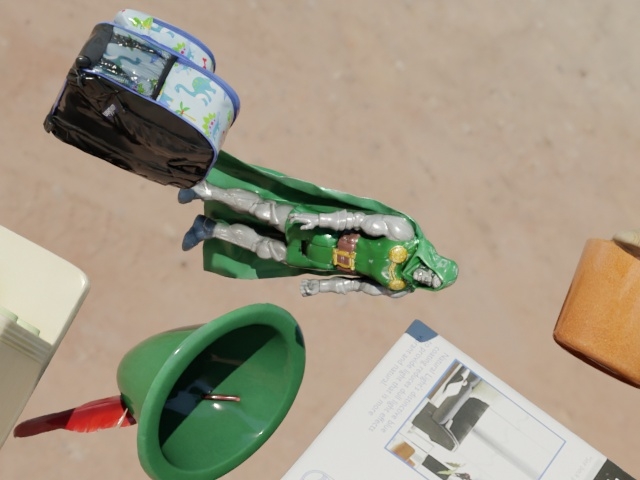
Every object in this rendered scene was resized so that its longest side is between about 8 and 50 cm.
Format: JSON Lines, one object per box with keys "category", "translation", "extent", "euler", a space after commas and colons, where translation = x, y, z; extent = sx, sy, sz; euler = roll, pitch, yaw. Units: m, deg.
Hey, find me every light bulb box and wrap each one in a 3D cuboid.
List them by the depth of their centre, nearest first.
{"category": "light bulb box", "translation": [0.120, 0.323, 1.449], "extent": [0.361, 0.358, 0.225], "euler": [36, 54, 9]}

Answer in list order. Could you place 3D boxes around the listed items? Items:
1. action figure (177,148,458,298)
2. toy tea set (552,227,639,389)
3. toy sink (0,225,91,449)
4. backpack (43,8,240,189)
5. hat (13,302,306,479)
{"category": "action figure", "translation": [0.000, 0.000, 1.325], "extent": [0.063, 0.232, 0.137], "euler": [-55, 150, -45]}
{"category": "toy tea set", "translation": [0.274, 0.073, 0.939], "extent": [0.200, 0.124, 0.336], "euler": [26, -6, 41]}
{"category": "toy sink", "translation": [-0.307, 0.084, 1.280], "extent": [0.153, 0.234, 0.131], "euler": [27, -9, 14]}
{"category": "backpack", "translation": [-0.113, -0.096, 1.126], "extent": [0.114, 0.105, 0.084], "euler": [28, 62, -8]}
{"category": "hat", "translation": [-0.147, 0.102, 1.448], "extent": [0.208, 0.173, 0.183], "euler": [-32, 45, -29]}
